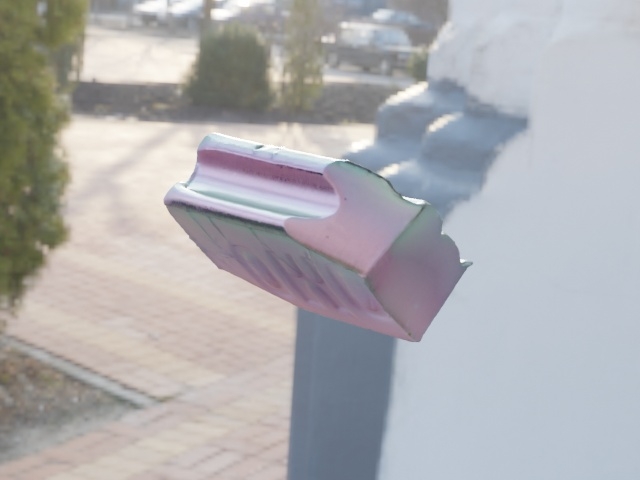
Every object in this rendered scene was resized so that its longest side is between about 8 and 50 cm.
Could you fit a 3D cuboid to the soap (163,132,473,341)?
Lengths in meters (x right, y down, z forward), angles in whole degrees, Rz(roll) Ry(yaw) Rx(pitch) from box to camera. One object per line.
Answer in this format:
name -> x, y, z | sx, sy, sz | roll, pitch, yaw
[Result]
soap -> 0.000, 0.000, 0.673 | 0.149, 0.056, 0.100 | 15, -24, 38
